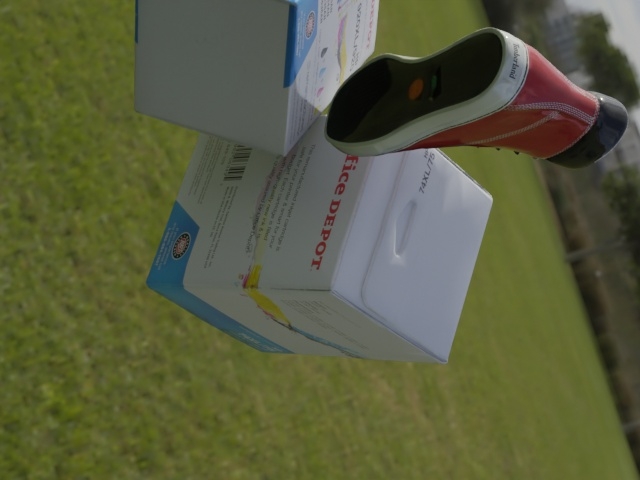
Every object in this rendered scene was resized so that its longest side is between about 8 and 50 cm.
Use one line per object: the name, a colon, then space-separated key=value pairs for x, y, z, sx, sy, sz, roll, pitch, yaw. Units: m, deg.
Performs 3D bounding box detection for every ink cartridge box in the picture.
ink cartridge box: x=0.000 y=0.000 z=1.448 sx=0.197 sy=0.270 sz=0.198 roll=35 pitch=66 yaw=-41
ink cartridge box: x=-0.056 y=-0.227 z=1.369 sx=0.232 sy=0.168 sz=0.171 roll=-54 pitch=156 yaw=-49

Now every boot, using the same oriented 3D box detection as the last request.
boot: x=0.131 y=-0.096 z=1.176 sx=0.176 sy=0.244 sz=0.088 roll=21 pitch=73 yaw=-35
